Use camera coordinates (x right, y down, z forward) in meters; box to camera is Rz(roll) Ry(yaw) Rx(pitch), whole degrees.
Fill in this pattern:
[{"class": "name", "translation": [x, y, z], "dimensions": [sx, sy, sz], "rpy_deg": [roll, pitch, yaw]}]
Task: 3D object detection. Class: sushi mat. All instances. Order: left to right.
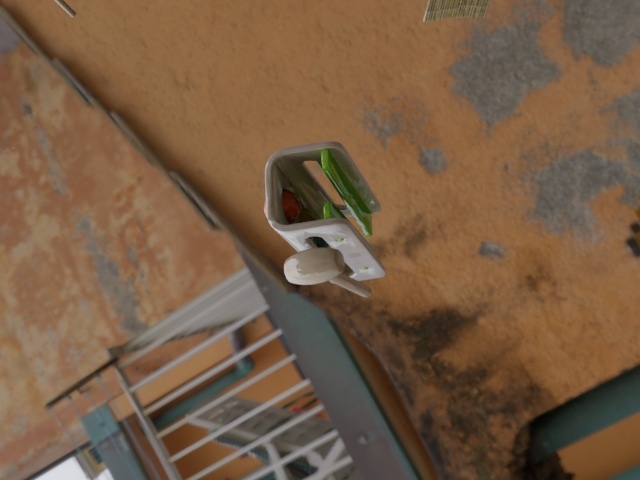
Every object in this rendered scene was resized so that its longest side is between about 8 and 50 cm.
[{"class": "sushi mat", "translation": [0.302, -0.573, 1.605], "dimensions": [0.316, 0.151, 0.019], "rpy_deg": [102, 153, -44]}]

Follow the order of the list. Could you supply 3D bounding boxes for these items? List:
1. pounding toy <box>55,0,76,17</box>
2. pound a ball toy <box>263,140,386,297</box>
[{"class": "pounding toy", "translation": [-0.481, -0.540, 1.613], "dimensions": [0.094, 0.206, 0.181], "rpy_deg": [-105, 20, -53]}, {"class": "pound a ball toy", "translation": [0.000, 0.000, 1.200], "dimensions": [0.319, 0.136, 0.208], "rpy_deg": [45, -141, -65]}]
